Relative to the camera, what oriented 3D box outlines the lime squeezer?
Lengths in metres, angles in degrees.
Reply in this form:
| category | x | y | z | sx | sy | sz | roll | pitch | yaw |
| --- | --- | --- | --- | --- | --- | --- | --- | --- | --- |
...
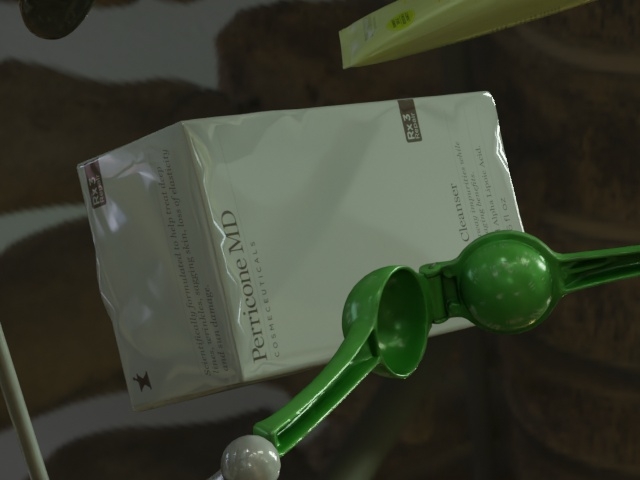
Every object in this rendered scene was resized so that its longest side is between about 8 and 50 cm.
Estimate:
| category | x | y | z | sx | sy | sz | roll | pitch | yaw |
| --- | --- | --- | --- | --- | --- | --- | --- | --- | --- |
| lime squeezer | 0.082 | 0.029 | 0.802 | 0.310 | 0.059 | 0.110 | -18 | 2 | -27 |

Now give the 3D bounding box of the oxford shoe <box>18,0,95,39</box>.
| category | x | y | z | sx | sy | sz | roll | pitch | yaw |
| --- | --- | --- | --- | --- | --- | --- | --- | --- | --- |
| oxford shoe | -0.222 | -0.260 | 1.391 | 0.076 | 0.212 | 0.076 | 20 | -25 | -28 |

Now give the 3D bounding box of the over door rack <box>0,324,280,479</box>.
| category | x | y | z | sx | sy | sz | roll | pitch | yaw |
| --- | --- | --- | --- | --- | --- | --- | --- | --- | --- |
| over door rack | -0.063 | 0.147 | 0.473 | 0.108 | 0.239 | 0.324 | -13 | -39 | 6 |

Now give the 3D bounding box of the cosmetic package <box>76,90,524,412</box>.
| category | x | y | z | sx | sy | sz | roll | pitch | yaw |
| --- | --- | --- | --- | --- | --- | --- | --- | --- | --- |
| cosmetic package | 0.000 | 0.000 | 1.393 | 0.156 | 0.217 | 0.385 | -17 | -3 | 43 |

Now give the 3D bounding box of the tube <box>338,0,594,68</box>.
| category | x | y | z | sx | sy | sz | roll | pitch | yaw |
| --- | --- | --- | --- | --- | --- | --- | --- | --- | --- |
| tube | 0.128 | -0.187 | 1.254 | 0.240 | 0.062 | 0.070 | -19 | -17 | 8 |
